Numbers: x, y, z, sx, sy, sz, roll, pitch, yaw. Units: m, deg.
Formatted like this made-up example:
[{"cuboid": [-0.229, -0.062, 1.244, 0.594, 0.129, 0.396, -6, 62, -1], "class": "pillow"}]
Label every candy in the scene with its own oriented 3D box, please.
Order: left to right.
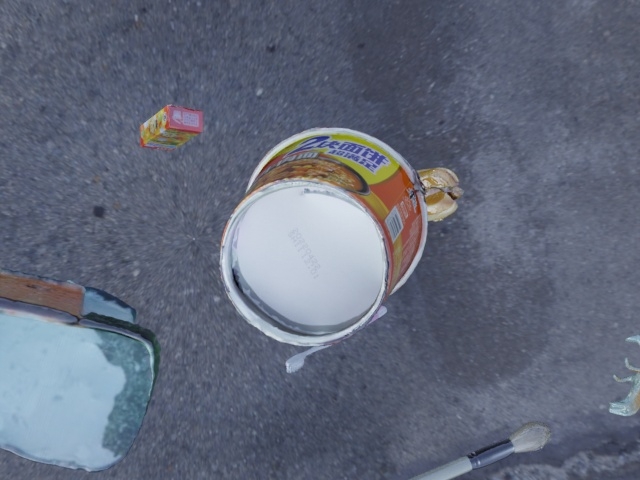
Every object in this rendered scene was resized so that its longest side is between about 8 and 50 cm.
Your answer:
[{"cuboid": [-0.245, -0.183, 1.335, 0.062, 0.122, 0.038, 5, 77, -34], "class": "candy"}]

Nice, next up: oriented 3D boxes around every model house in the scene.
[{"cuboid": [-0.338, 0.135, 1.047, 0.253, 0.291, 0.184, 15, 100, -12], "class": "model house"}]

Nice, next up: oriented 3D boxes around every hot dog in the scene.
[{"cuboid": [0.167, -0.083, 1.652, 0.072, 0.269, 0.109, 24, 65, -50], "class": "hot dog"}]

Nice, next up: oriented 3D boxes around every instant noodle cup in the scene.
[{"cuboid": [0.000, 0.000, 0.824, 0.213, 0.174, 0.213, 3, 106, 10], "class": "instant noodle cup"}]

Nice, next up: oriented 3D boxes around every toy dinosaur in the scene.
[{"cuboid": [0.461, 0.165, 1.065, 0.187, 0.044, 0.106, -17, 78, 11], "class": "toy dinosaur"}]

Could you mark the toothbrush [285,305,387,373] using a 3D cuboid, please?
[{"cuboid": [0.035, 0.188, 1.583, 0.286, 0.020, 0.025, -25, 127, -41], "class": "toothbrush"}]

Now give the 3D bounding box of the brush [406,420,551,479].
[{"cuboid": [0.205, 0.330, 1.181, 0.299, 0.039, 0.042, -20, 119, -14], "class": "brush"}]
